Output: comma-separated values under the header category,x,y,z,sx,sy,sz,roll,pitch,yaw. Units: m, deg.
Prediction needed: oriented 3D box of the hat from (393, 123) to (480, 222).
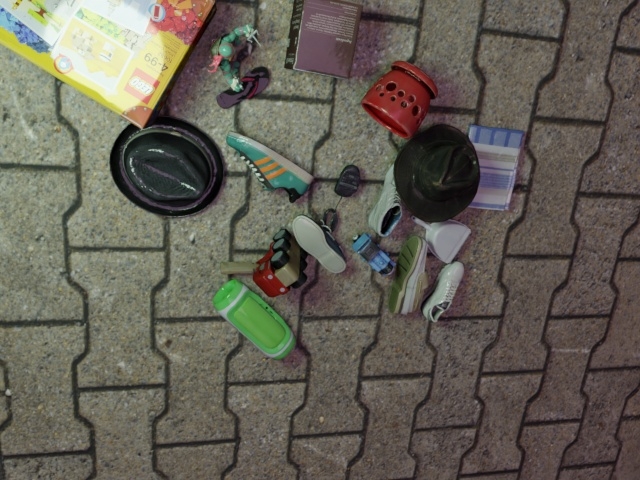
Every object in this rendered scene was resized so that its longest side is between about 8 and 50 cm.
category,x,y,z,sx,sy,sz,roll,pitch,yaw
hat,0.403,-0.211,1.703,0.331,0.134,0.332,-2,94,-22

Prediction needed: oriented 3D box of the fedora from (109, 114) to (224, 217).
category,x,y,z,sx,sy,sz,roll,pitch,yaw
fedora,-0.444,-0.198,1.568,0.333,0.152,0.334,-4,110,-11

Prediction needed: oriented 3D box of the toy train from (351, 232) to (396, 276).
category,x,y,z,sx,sy,sz,roll,pitch,yaw
toy train,0.180,0.050,1.821,0.080,0.105,0.184,-44,112,5

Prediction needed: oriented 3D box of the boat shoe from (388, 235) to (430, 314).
category,x,y,z,sx,sy,sz,roll,pitch,yaw
boat shoe,0.324,0.122,1.883,0.103,0.113,0.303,6,118,-16

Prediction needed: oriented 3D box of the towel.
category,x,y,z,sx,sy,sz,roll,pitch,yaw
towel,0.574,-0.243,1.848,0.209,0.034,0.285,4,106,-12

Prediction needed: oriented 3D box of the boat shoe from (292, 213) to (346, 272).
category,x,y,z,sx,sy,sz,roll,pitch,yaw
boat shoe,0.000,0.000,1.771,0.095,0.079,0.254,-34,118,24

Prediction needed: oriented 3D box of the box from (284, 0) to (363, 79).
category,x,y,z,sx,sy,sz,roll,pitch,yaw
box,0.003,-0.575,1.529,0.166,0.168,0.203,6,107,-16

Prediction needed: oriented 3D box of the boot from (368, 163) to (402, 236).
category,x,y,z,sx,sy,sz,roll,pitch,yaw
boot,0.245,-0.134,1.761,0.095,0.123,0.259,18,104,-18

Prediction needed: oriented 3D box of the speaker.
category,x,y,z,sx,sy,sz,roll,pitch,yaw
speaker,-0.216,0.265,1.796,0.131,0.131,0.296,-41,112,3

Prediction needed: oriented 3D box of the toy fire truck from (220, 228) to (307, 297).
category,x,y,z,sx,sy,sz,roll,pitch,yaw
toy fire truck,-0.184,0.090,1.706,0.246,0.217,0.158,-34,114,16

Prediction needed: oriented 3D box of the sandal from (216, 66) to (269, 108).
category,x,y,z,sx,sy,sz,roll,pitch,yaw
sandal,-0.224,-0.445,1.592,0.179,0.040,0.067,-34,112,0

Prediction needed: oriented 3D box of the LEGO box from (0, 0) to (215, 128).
category,x,y,z,sx,sy,sz,roll,pitch,yaw
LEGO box,-0.569,-0.577,1.359,0.500,0.193,0.373,31,98,-15

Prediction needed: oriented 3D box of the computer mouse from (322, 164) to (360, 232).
category,x,y,z,sx,sy,sz,roll,pitch,yaw
computer mouse,0.064,-0.137,1.772,0.071,0.041,0.242,18,110,-17

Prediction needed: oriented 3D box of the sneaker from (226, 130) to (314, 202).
category,x,y,z,sx,sy,sz,roll,pitch,yaw
sneaker,-0.167,-0.218,1.647,0.302,0.108,0.121,30,96,-22

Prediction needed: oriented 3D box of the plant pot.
category,x,y,z,sx,sy,sz,roll,pitch,yaw
plant pot,0.244,-0.428,1.625,0.191,0.191,0.174,34,96,-21

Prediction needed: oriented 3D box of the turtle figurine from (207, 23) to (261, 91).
category,x,y,z,sx,sy,sz,roll,pitch,yaw
turtle figurine,-0.240,-0.507,1.462,0.118,0.234,0.175,19,104,-19

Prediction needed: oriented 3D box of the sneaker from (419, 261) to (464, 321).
category,x,y,z,sx,sy,sz,roll,pitch,yaw
sneaker,0.450,0.186,1.936,0.090,0.095,0.235,27,100,-18

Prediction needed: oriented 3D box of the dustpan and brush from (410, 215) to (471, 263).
category,x,y,z,sx,sy,sz,roll,pitch,yaw
dustpan and brush,0.401,-0.029,1.877,0.211,0.060,0.147,28,99,-27
